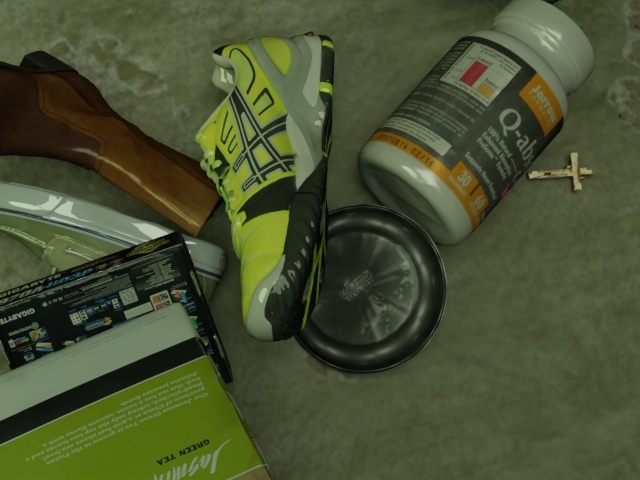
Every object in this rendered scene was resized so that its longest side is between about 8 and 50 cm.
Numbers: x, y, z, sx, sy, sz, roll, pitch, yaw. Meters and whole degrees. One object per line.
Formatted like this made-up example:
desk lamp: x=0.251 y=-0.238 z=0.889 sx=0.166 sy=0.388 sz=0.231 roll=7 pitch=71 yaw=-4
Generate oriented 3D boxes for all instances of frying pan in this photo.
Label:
frying pan: x=0.029 y=-0.006 z=1.247 sx=0.197 sy=0.053 sz=0.326 roll=-17 pitch=84 yaw=9

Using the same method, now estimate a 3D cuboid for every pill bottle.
pill bottle: x=0.185 y=-0.142 z=1.260 sx=0.162 sy=0.162 sz=0.278 roll=41 pitch=77 yaw=2

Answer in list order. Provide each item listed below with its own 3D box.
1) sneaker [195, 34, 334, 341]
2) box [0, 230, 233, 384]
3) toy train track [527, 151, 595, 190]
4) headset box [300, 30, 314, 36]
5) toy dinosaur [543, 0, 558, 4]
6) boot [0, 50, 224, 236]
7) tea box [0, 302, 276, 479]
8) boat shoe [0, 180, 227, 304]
sneaker: x=-0.063 y=-0.061 z=1.176 sx=0.147 sy=0.145 sz=0.385 roll=3 pitch=55 yaw=1
box: x=-0.224 y=0.108 z=1.168 sx=0.220 sy=0.051 sz=0.175 roll=-20 pitch=111 yaw=-5
toy train track: x=0.297 y=-0.083 z=1.339 sx=0.083 sy=0.014 sz=0.048 roll=-4 pitch=87 yaw=-2
headset box: x=-0.029 y=-0.212 z=1.313 sx=0.083 sy=0.032 sz=0.062 roll=-23 pitch=83 yaw=-12
toy dinosaur: x=0.214 y=-0.379 z=1.291 sx=0.164 sy=0.322 sz=0.218 roll=-26 pitch=84 yaw=32
boot: x=-0.250 y=-0.080 z=1.169 sx=0.280 sy=0.264 sz=0.096 roll=35 pitch=109 yaw=1
tea box: x=-0.140 y=0.293 z=0.985 sx=0.219 sy=0.323 sz=0.329 roll=-23 pitch=122 yaw=-11
boat shoe: x=-0.256 y=0.010 z=1.205 sx=0.302 sy=0.109 sz=0.094 roll=17 pitch=81 yaw=-6
